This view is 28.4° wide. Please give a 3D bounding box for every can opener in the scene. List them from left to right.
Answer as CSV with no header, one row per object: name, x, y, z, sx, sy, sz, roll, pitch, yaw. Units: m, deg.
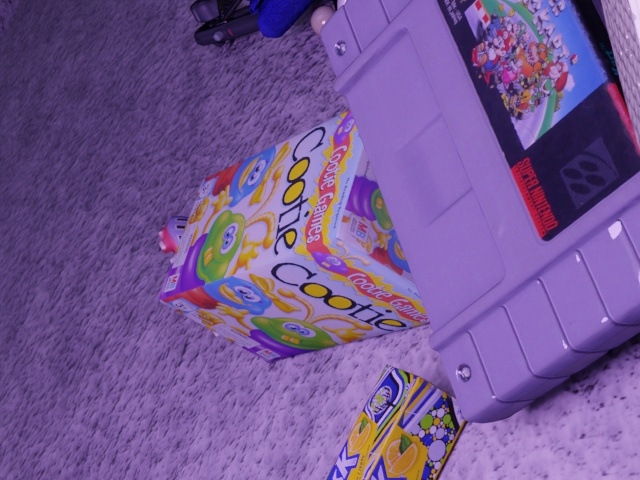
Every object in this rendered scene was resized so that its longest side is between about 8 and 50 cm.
can opener,-0.113,-0.298,1.720,0.186,0.073,0.059,4,57,49

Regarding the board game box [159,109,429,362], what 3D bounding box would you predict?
board game box,0.000,0.000,1.139,0.275,0.142,0.144,-20,46,50

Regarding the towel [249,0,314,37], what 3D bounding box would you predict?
towel,0.028,-0.403,1.508,0.308,0.076,0.227,-41,21,42

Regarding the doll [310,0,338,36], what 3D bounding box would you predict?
doll,0.056,-0.313,1.471,0.189,0.046,0.129,-52,18,13

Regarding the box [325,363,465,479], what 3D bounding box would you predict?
box,0.044,0.185,0.969,0.169,0.059,0.054,-62,26,-8

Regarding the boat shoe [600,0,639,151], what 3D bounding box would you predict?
boat shoe,0.243,-0.110,0.682,0.156,0.187,0.500,-16,75,10

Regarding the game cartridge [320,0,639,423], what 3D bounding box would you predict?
game cartridge,0.125,-0.080,0.894,0.230,0.068,0.355,-46,53,43

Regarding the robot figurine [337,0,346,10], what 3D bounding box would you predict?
robot figurine,0.127,-0.196,1.110,0.209,0.173,0.278,-49,28,-3

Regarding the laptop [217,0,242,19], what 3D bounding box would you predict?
laptop,0.044,-0.508,1.521,0.382,0.236,0.408,-44,45,45

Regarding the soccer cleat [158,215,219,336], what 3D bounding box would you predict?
soccer cleat,-0.109,0.024,1.379,0.095,0.083,0.248,-32,25,-4
